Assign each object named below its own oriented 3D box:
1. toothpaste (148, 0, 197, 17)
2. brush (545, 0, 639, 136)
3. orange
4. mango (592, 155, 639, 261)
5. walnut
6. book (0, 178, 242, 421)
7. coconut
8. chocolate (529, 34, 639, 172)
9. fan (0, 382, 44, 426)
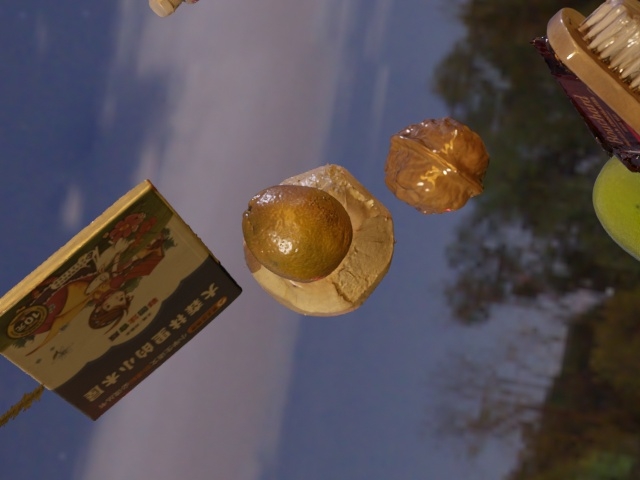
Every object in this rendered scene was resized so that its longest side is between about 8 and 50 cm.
[{"bbox_3d":[-0.093,-0.370,2.059,0.301,0.048,0.075,-51,-35,-19],"label":"toothpaste"},{"bbox_3d":[0.294,-0.058,1.256,0.065,0.327,0.070,-42,11,28],"label":"brush"},{"bbox_3d":[-0.021,-0.008,1.523,0.085,0.095,0.085,-162,90,-73],"label":"orange"},{"bbox_3d":[0.464,-0.023,2.109,0.343,0.192,0.156,42,148,54],"label":"mango"},{"bbox_3d":[0.092,-0.060,1.428,0.079,0.082,0.096,-57,21,-2],"label":"walnut"},{"bbox_3d":[-0.211,0.072,1.872,0.228,0.018,0.322,-40,-26,-2],"label":"book"},{"bbox_3d":[-0.001,0.003,2.118,0.194,0.194,0.194,9,-90,-80],"label":"coconut"},{"bbox_3d":[0.231,-0.102,1.372,0.182,0.086,0.028,47,-114,-36],"label":"chocolate"},{"bbox_3d":[-0.251,0.150,1.192,0.329,0.009,0.190,-47,-28,-68],"label":"fan"}]
